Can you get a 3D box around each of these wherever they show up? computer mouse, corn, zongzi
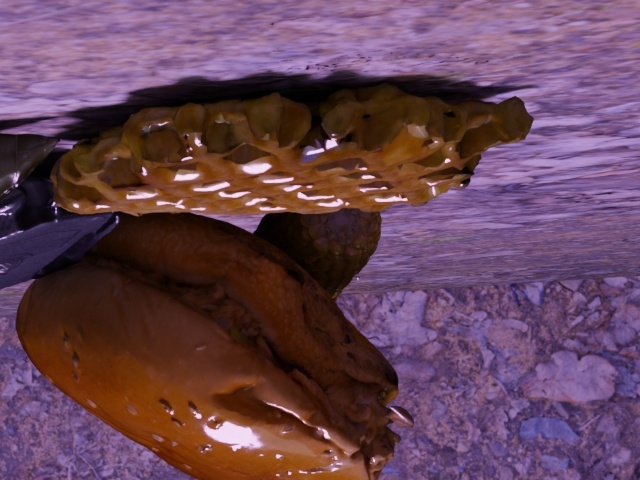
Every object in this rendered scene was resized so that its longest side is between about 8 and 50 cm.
[{"bbox_3d":[-0.217,-0.012,1.064,0.126,0.071,0.231,-16,173,-27],"label":"computer mouse"},{"bbox_3d":[-0.005,0.001,1.272,0.091,0.091,0.260,-20,174,-12],"label":"corn"},{"bbox_3d":[-0.199,-0.035,0.913,0.119,0.055,0.109,-15,178,-3],"label":"zongzi"}]

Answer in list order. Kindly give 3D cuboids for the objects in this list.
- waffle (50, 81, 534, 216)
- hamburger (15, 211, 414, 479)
[{"bbox_3d":[-0.023,-0.047,0.911,0.254,0.052,0.245,0,173,-33],"label":"waffle"},{"bbox_3d":[-0.079,0.091,1.213,0.290,0.170,0.314,37,166,-36],"label":"hamburger"}]
